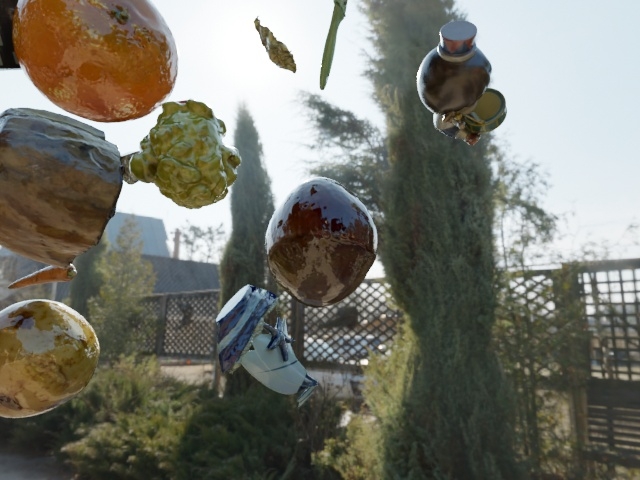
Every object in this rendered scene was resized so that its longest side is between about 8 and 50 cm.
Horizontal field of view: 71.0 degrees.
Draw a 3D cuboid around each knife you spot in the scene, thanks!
[{"bbox_3d":[0.035,-0.450,0.899,0.020,0.292,0.043,21,16,33],"label":"knife"}]

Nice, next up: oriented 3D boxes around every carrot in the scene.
[{"bbox_3d":[-0.880,0.115,1.420,0.257,0.061,0.061,-11,-13,13],"label":"carrot"}]

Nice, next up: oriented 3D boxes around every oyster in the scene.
[{"bbox_3d":[-0.147,-0.597,1.379,0.072,0.133,0.209,-45,-11,10],"label":"oyster"}]

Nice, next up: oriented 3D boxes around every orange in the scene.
[{"bbox_3d":[-0.611,-0.541,1.260,0.424,0.423,0.326,9,-14,-36],"label":"orange"}]

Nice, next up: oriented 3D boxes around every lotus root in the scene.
[{"bbox_3d":[-0.539,-0.138,0.865,0.316,0.315,0.250,-8,-27,37],"label":"lotus root"}]

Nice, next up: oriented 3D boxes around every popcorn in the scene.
[{"bbox_3d":[-0.307,-0.183,1.057,0.242,0.250,0.235,34,-47,-22],"label":"popcorn"}]

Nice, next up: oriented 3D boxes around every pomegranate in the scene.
[{"bbox_3d":[-0.526,0.208,0.828,0.216,0.215,0.215,1,-11,0],"label":"pomegranate"}]

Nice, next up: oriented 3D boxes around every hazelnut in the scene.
[{"bbox_3d":[0.000,0.000,1.449,0.353,0.420,0.421,-11,-11,2],"label":"hazelnut"}]

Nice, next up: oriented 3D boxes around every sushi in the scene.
[{"bbox_3d":[-0.628,-0.251,1.539,0.273,0.109,0.134,1,27,42],"label":"sushi"}]

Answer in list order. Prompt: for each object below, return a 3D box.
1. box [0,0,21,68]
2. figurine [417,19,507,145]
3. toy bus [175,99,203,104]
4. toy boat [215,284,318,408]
[{"bbox_3d":[-0.940,-0.573,1.222,0.058,0.211,0.350,13,26,42],"label":"box"},{"bbox_3d":[0.289,-0.318,0.928,0.158,0.160,0.276,-6,-17,27],"label":"figurine"},{"bbox_3d":[-0.606,-0.583,2.013,0.195,0.081,0.089,-13,-8,-16],"label":"toy bus"},{"bbox_3d":[-0.102,0.214,0.949,0.070,0.210,0.292,-23,-46,36],"label":"toy boat"}]
